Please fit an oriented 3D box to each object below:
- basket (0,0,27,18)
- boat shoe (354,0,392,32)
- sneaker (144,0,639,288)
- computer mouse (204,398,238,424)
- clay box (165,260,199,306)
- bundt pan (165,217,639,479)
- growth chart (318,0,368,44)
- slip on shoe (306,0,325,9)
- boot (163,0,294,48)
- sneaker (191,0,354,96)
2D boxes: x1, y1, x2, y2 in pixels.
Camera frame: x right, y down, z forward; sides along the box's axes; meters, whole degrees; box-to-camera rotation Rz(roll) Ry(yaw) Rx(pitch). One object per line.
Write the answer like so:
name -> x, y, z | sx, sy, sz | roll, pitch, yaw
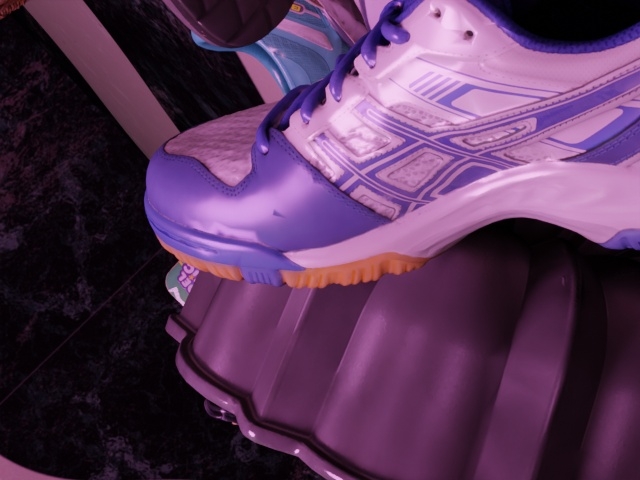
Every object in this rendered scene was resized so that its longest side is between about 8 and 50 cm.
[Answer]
basket -> -0.505, -0.393, 1.624 | 0.299, 0.213, 0.223 | 46, 171, -3
boat shoe -> 0.031, -0.153, 0.566 | 0.267, 0.096, 0.088 | 47, -172, -50
sneaker -> 0.050, -0.065, 0.523 | 0.297, 0.112, 0.131 | -8, 125, 24
computer mouse -> 0.038, 0.099, 0.720 | 0.242, 0.041, 0.071 | 7, -163, -36
clay box -> 0.000, 0.000, 1.005 | 0.127, 0.222, 0.053 | 45, 172, 9
bundt pan -> 0.093, 0.034, 0.692 | 0.331, 0.124, 0.331 | 16, -166, -4
growth chart -> -0.006, -0.163, 0.624 | 0.237, 0.021, 0.171 | 43, -145, -51
slip on shoe -> 0.000, -0.180, 0.750 | 0.041, 0.051, 0.135 | 26, 156, 32
boot -> -0.114, -0.193, 0.686 | 0.246, 0.083, 0.161 | 54, 158, -4
sneaker -> 0.030, -0.078, 0.869 | 0.275, 0.110, 0.107 | 45, 172, -5
